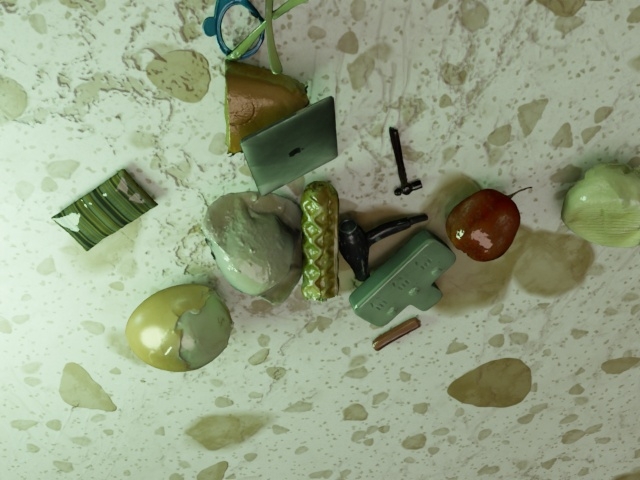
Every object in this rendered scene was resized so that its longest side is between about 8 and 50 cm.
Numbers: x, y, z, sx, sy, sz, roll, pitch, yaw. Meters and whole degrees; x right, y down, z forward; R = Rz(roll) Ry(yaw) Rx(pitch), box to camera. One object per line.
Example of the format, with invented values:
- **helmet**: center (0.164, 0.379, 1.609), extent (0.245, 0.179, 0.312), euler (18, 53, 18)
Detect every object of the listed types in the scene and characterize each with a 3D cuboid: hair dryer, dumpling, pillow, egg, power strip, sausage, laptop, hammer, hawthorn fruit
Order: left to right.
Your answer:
- **pillow**: center (-0.454, -0.063, 1.483), extent (0.203, 0.038, 0.113), euler (-30, 124, 14)
- **egg**: center (-0.328, 0.202, 1.617), extent (0.244, 0.201, 0.201), euler (-7, 131, 12)
- **dumpling**: center (-0.123, 0.006, 1.525), extent (0.227, 0.175, 0.243), euler (-43, 155, -9)
- **laptop**: center (-0.052, -0.176, 1.358), extent (0.187, 0.015, 0.269), euler (-27, 163, -5)
- **hair dryer**: center (0.151, -0.002, 1.623), extent (0.219, 0.075, 0.196), euler (-23, 139, 0)
- **sausage**: center (0.198, 0.243, 1.838), extent (0.147, 0.035, 0.030), euler (-33, 123, 15)
- **hammer**: center (0.173, -0.172, 1.508), extent (0.065, 0.021, 0.178), euler (-16, 127, 4)
- **power strip**: center (0.216, 0.107, 1.695), extent (0.265, 0.059, 0.193), euler (-45, 133, 15)
- **hawthorn fruit**: center (0.377, -0.054, 1.562), extent (0.162, 0.163, 0.204), euler (27, 105, -27)

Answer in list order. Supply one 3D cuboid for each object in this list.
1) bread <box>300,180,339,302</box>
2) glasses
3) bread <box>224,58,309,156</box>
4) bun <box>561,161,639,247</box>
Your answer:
- **bread**: center (-0.001, 0.000, 1.533), extent (0.098, 0.087, 0.270), euler (-16, 116, -35)
- **glasses**: center (-0.088, -0.386, 1.212), extent (0.102, 0.207, 0.239), euler (-15, 144, -46)
- **bread**: center (-0.119, -0.238, 1.334), extent (0.169, 0.140, 0.160), euler (10, 121, -18)
- **bun**: center (0.660, -0.088, 1.582), extent (0.229, 0.145, 0.229), euler (15, 155, 7)
